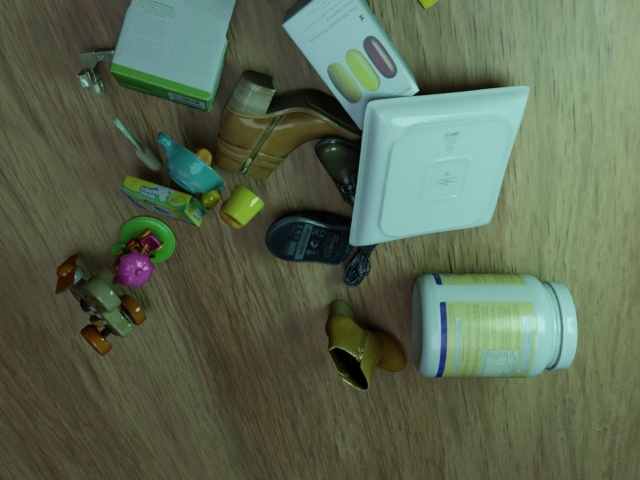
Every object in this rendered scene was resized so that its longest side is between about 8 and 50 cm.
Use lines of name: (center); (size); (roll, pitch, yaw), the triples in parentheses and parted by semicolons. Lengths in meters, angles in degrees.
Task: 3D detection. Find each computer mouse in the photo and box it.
computer mouse: (0.000, 0.000, 1.379); (0.272, 0.072, 0.188); (13, 119, -21)

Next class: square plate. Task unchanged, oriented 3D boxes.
square plate: (0.240, -0.134, 1.210); (0.347, 0.049, 0.344); (-9, 133, -16)

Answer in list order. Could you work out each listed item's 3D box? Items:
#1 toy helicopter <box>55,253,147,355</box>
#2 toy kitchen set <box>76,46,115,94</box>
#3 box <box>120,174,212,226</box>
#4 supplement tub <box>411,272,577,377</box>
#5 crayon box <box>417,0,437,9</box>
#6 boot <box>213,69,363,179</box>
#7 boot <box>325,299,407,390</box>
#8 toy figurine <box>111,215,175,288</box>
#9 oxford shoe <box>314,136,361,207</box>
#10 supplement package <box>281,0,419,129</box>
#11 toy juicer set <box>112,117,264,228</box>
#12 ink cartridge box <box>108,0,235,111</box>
toy helicopter: (-0.509, 0.123, 1.348); (0.235, 0.140, 0.355); (50, 155, -5)
toy kitchen set: (-0.432, -0.331, 1.184); (0.075, 0.068, 0.083); (-4, 121, 4)
box: (-0.326, -0.080, 1.289); (0.179, 0.043, 0.105); (16, 165, 11)
supplement tub: (0.387, 0.195, 1.382); (0.331, 0.241, 0.241); (0, 121, 2)
crayon box: (0.239, -0.539, 0.988); (0.278, 0.081, 0.165); (-35, 151, 20)
boot: (-0.072, -0.204, 1.236); (0.283, 0.109, 0.220); (14, 129, -20)
boot: (0.113, 0.295, 1.466); (0.104, 0.211, 0.295); (-37, 114, 22)
toy figurine: (-0.430, 0.049, 1.360); (0.173, 0.159, 0.130); (-29, 116, 18)
oxford shoe: (0.063, -0.130, 1.227); (0.083, 0.096, 0.227); (-22, 143, 23)
supplement package: (0.059, -0.356, 1.117); (0.139, 0.134, 0.244); (-33, 115, 19)
toy juicer set: (-0.264, -0.144, 1.252); (0.329, 0.209, 0.089); (36, 79, -3)
ink cartridge box: (-0.264, -0.399, 1.133); (0.189, 0.097, 0.255); (16, 86, -8)
